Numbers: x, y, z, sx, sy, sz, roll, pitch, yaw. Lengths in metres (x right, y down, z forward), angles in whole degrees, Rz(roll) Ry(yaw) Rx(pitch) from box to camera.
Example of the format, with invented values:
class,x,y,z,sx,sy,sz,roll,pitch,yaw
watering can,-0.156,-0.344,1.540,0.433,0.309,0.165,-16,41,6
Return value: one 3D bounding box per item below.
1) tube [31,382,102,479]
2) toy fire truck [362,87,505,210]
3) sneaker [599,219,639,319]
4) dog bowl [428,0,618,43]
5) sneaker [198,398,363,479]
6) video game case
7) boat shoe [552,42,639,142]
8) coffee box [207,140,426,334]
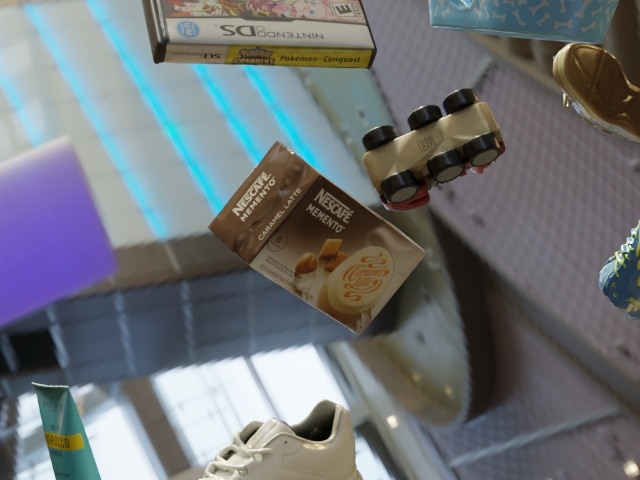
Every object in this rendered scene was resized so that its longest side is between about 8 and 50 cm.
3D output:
class,x,y,z,sx,sy,sz,roll,pitch,yaw
tube,-0.254,0.247,1.545,0.080,0.052,0.207,-4,-76,47
toy fire truck,0.191,-0.134,2.418,0.246,0.217,0.158,53,14,-65
sneaker,0.423,0.031,1.938,0.091,0.126,0.240,-87,160,-47
dog bowl,0.228,-0.273,1.708,0.297,0.166,0.074,-155,-110,-66
sneaker,-0.081,0.253,1.528,0.111,0.297,0.129,22,-57,41
video game case,-0.084,-0.304,1.678,0.035,0.248,0.275,110,-27,-48
boat shoe,0.433,-0.221,2.302,0.089,0.104,0.285,3,-19,42
coffee box,0.000,0.000,1.821,0.098,0.141,0.246,41,4,42
